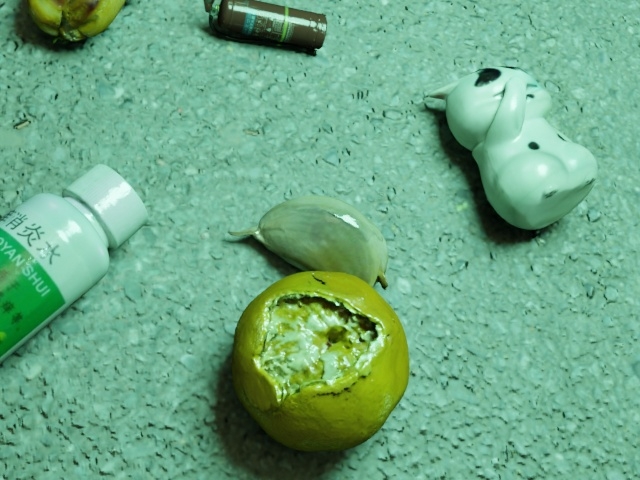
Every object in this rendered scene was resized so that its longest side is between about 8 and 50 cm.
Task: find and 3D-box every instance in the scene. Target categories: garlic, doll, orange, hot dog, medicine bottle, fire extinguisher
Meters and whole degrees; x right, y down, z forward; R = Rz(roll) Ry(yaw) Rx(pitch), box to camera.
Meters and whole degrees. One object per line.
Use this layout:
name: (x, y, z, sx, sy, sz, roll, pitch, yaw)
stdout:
garlic: (0.003, -0.004, 0.817, 0.152, 0.066, 0.084, 34, 65, 0)
doll: (0.196, -0.100, 0.887, 0.110, 0.107, 0.180, -14, 71, -28)
orange: (0.003, 0.097, 0.737, 0.155, 0.134, 0.154, 9, 60, -16)
hot dog: (-0.217, -0.302, 0.898, 0.104, 0.076, 0.250, 5, 60, 10)
medicine bottle: (-0.258, 0.039, 0.720, 0.095, 0.095, 0.260, 43, 62, 7)
fire extinguisher: (-0.061, -0.228, 0.912, 0.132, 0.056, 0.039, 8, 38, -14)
